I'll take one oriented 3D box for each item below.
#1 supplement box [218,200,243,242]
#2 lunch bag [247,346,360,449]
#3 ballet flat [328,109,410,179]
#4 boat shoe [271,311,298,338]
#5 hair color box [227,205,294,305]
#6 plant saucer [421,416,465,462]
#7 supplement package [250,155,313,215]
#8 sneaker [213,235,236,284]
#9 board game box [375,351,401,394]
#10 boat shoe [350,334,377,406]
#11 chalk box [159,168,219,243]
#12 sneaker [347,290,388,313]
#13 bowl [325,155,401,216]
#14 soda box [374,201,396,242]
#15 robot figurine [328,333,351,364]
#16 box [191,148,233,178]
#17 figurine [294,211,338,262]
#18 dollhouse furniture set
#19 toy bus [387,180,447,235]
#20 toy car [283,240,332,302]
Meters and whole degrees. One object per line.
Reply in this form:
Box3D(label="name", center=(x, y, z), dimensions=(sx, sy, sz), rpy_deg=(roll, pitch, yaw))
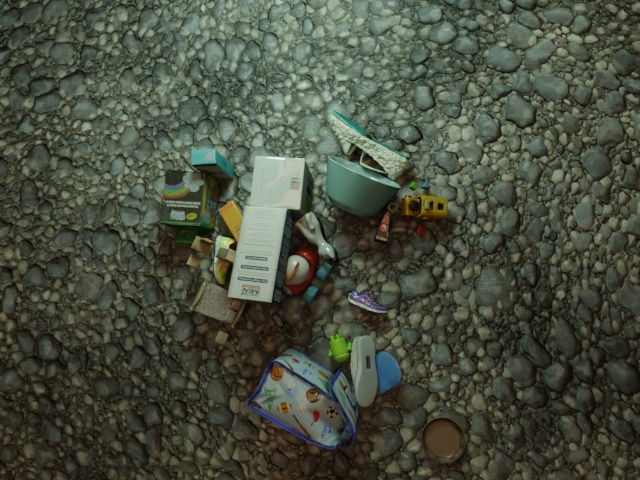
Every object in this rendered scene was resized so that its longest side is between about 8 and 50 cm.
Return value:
Box3D(label="supplement box", center=(-0.335, -0.049, 1.919), dimensions=(0.078, 0.080, 0.234), rpy_deg=(-32, 79, 2))
Box3D(label="lunch bag", center=(-0.025, 0.583, 1.684), dimensions=(0.385, 0.328, 0.239), rpy_deg=(30, 91, 10))
Box3D(label="ballet flat", center=(0.177, -0.386, 1.881), dimensions=(0.408, 0.147, 0.147), rpy_deg=(35, 88, 9))
Box3D(label="boat shoe", center=(-0.151, 0.352, 1.867), dimensions=(0.142, 0.040, 0.049), rpy_deg=(41, 88, 9))
Box3D(label="hair color box", center=(-0.214, 0.055, 1.672), dimensions=(0.173, 0.105, 0.348), rpy_deg=(5, 76, 15))
Box3D(label="plant saucer", center=(0.473, 0.768, 1.756), dimensions=(0.168, 0.029, 0.169), rpy_deg=(-1, 83, 7))
Box3D(label="supplement package", center=(-0.148, -0.201, 1.823), dimensions=(0.197, 0.263, 0.200), rpy_deg=(5, 83, 7))
Box3D(label="sneaker", center=(-0.395, 0.084, 1.908), dimensions=(0.094, 0.081, 0.209), rpy_deg=(1, 84, 1))
Box3D(label="board game box", center=(0.246, 0.526, 1.802), dimensions=(0.168, 0.033, 0.133), rpy_deg=(-40, 66, 21))
Box3D(label="boat shoe", center=(0.159, 0.510, 1.782), dimensions=(0.096, 0.088, 0.268), rpy_deg=(4, 75, -27))
Box3D(label="chalk box", center=(-0.546, -0.132, 1.902), dimensions=(0.180, 0.179, 0.290), rpy_deg=(5, 84, 6))
Box3D(label="sneaker", center=(0.196, 0.250, 1.832), dimensions=(0.169, 0.068, 0.071), rpy_deg=(22, 80, 9))
Box3D(label="bowl", center=(0.143, -0.202, 1.800), dimensions=(0.311, 0.311, 0.163), rpy_deg=(27, 106, 8))
Box3D(label="soda box", center=(0.267, -0.076, 1.867), dimensions=(0.053, 0.060, 0.169), rpy_deg=(15, 84, 6))
Box3D(label="robot figurine", center=(0.076, 0.434, 1.817), dimensions=(0.101, 0.067, 0.115), rpy_deg=(-22, 75, 13))
Box3D(label="box", center=(-0.442, -0.310, 1.877), dimensions=(0.100, 0.244, 0.060), rpy_deg=(-3, 83, 5))
Box3D(label="figurine", center=(0.000, 0.000, 1.810), dimensions=(0.092, 0.215, 0.210), rpy_deg=(-37, 83, 3))
Box3D(label="dollhouse furniture set", center=(-0.416, 0.204, 1.771), dimensions=(0.303, 0.173, 0.356), rpy_deg=(28, 79, -25))
Box3D(label="toy bus", center=(0.409, -0.135, 1.816), dimensions=(0.202, 0.104, 0.191), rpy_deg=(-43, 97, -15))
Box3D(label="toy car", center=(-0.104, 0.131, 1.777), dimensions=(0.219, 0.238, 0.210), rpy_deg=(33, 100, 7))
